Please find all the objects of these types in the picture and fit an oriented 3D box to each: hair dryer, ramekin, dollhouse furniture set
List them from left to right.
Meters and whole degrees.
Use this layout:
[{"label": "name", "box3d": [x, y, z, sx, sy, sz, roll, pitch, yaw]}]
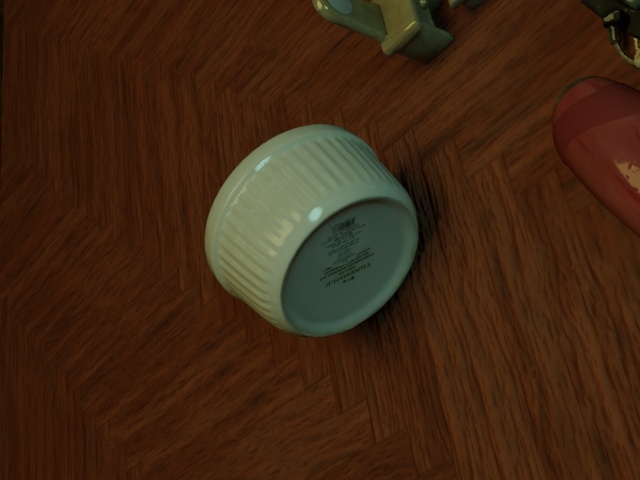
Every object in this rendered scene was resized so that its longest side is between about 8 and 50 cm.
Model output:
[{"label": "ramekin", "box3d": [0.000, 0.000, 0.927, 0.109, 0.207, 0.207, 44, 115, 41]}, {"label": "dollhouse furniture set", "box3d": [0.125, -0.407, 0.905, 0.355, 0.174, 0.303, -39, 50, 41]}, {"label": "hair dryer", "box3d": [0.270, -0.114, 0.690, 0.224, 0.080, 0.293, -7, 74, 53]}]

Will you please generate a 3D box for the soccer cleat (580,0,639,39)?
[{"label": "soccer cleat", "box3d": [0.305, -0.153, 0.584, 0.143, 0.116, 0.331, -49, 62, 9]}]
